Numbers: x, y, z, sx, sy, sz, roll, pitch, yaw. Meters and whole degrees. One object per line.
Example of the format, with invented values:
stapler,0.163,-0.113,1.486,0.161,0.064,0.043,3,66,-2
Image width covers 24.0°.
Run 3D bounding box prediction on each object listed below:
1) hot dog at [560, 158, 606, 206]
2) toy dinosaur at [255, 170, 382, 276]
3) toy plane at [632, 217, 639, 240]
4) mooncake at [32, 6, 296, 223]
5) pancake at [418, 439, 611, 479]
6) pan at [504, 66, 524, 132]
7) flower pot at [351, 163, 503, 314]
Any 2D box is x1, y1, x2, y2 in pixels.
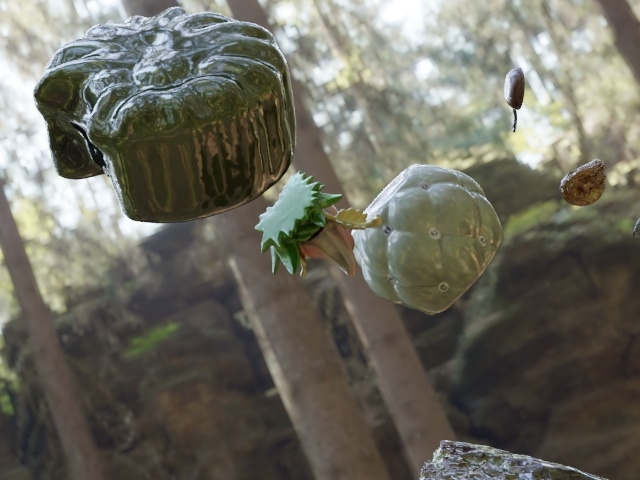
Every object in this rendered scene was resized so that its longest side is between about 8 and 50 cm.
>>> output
hot dog,0.359,-0.078,2.036,0.083,0.035,0.058,-27,-54,-39
toy dinosaur,-0.003,0.006,2.245,0.177,0.194,0.152,36,-98,-34
toy plane,0.510,0.005,2.189,0.108,0.092,0.286,-43,-33,-39
mooncake,-0.195,-0.177,2.005,0.351,0.351,0.187,-17,-59,-17
pancake,0.279,0.334,1.727,0.305,0.427,0.066,-14,-64,-56
pan,0.304,-0.220,2.393,0.023,0.068,0.115,-2,-55,-5
flower pot,0.170,-0.005,2.455,0.246,0.195,0.246,-49,4,5
